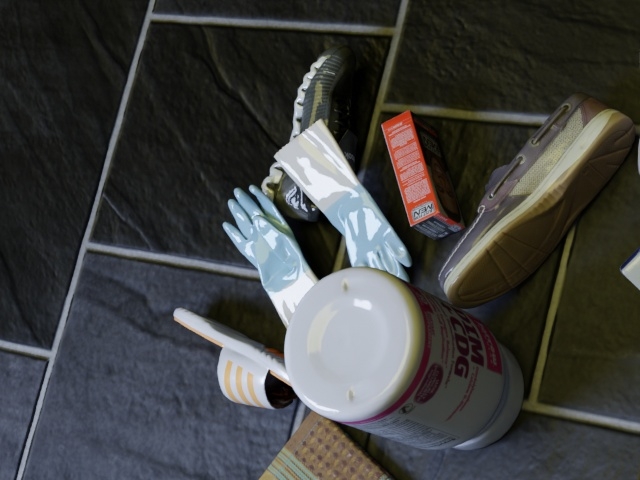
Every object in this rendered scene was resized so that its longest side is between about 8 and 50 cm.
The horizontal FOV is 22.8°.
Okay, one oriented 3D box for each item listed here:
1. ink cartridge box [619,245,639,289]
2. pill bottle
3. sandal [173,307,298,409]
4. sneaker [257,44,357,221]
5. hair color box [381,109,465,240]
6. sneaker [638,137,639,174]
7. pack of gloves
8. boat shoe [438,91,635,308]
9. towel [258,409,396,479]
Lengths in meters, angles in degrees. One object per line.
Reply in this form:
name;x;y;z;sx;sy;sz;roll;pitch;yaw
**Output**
ink cartridge box;0.455;0.026;1.587;0.224;0.045;0.223;42;100;1
pill bottle;0.099;0.136;1.699;0.160;0.283;0.160;-10;70;30
sandal;-0.092;0.159;1.935;0.265;0.102;0.076;23;89;44
sneaker;0.011;-0.125;1.970;0.106;0.078;0.234;23;91;33
hair color box;0.122;-0.077;1.883;0.043;0.072;0.141;-25;64;24
sneaker;0.436;-0.114;1.664;0.180;0.124;0.321;-10;69;31
pack of gloves;0.000;0.000;1.931;0.195;0.046;0.232;-37;80;27
boat shoe;0.232;-0.047;1.792;0.285;0.103;0.092;-49;51;5
towel;-0.030;0.416;1.845;0.271;0.040;0.370;41;96;34
